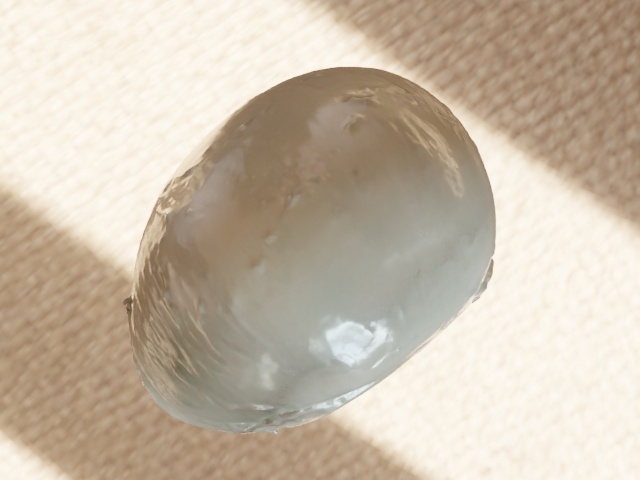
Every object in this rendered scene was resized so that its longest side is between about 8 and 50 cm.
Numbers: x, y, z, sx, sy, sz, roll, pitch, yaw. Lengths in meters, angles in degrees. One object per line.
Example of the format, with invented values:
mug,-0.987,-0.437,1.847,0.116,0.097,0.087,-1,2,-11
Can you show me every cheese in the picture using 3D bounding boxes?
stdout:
cheese,0.000,0.000,0.992,0.198,0.189,0.154,-36,91,-21
